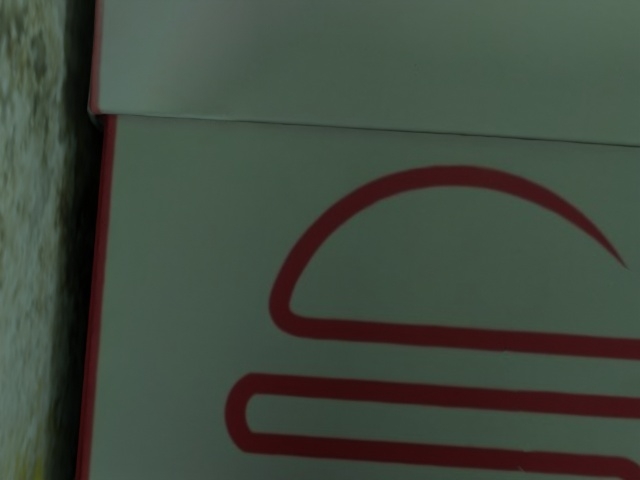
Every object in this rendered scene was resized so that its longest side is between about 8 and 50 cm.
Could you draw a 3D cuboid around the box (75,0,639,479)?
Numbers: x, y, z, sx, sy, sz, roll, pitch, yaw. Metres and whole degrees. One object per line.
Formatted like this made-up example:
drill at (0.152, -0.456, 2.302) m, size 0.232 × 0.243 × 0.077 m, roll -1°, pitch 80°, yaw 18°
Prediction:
box at (0.053, 0.036, 0.555) m, size 0.314 × 0.312 × 0.300 m, roll 88°, pitch 5°, yaw -87°
